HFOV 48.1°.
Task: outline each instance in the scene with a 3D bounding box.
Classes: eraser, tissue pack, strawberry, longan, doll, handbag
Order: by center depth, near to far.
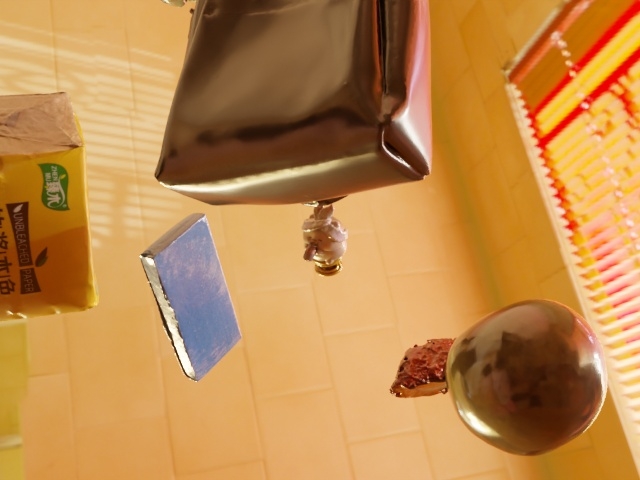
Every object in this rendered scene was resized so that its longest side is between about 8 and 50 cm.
[{"bbox_3d":[-0.023,-0.165,0.710,0.286,0.256,0.114,-4,-16,33],"label":"handbag"},{"bbox_3d":[0.262,0.179,0.933,0.197,0.196,0.220,4,-23,-36],"label":"longan"},{"bbox_3d":[0.000,0.000,1.118,0.084,0.073,0.127,-40,-43,-35],"label":"doll"},{"bbox_3d":[0.192,0.213,1.214,0.193,0.085,0.140,-14,-21,-9],"label":"strawberry"},{"bbox_3d":[-0.571,-0.050,1.302,0.294,0.228,0.381,-7,-51,-21],"label":"tissue pack"},{"bbox_3d":[-0.234,0.110,1.333,0.043,0.144,0.311,17,-45,31],"label":"eraser"}]

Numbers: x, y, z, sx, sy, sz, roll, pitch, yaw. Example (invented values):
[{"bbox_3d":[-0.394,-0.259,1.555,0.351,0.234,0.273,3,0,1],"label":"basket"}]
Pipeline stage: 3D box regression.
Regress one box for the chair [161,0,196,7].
[{"bbox_3d":[-0.156,-0.385,0.895,0.320,0.186,0.160,3,-12,-14],"label":"chair"}]
